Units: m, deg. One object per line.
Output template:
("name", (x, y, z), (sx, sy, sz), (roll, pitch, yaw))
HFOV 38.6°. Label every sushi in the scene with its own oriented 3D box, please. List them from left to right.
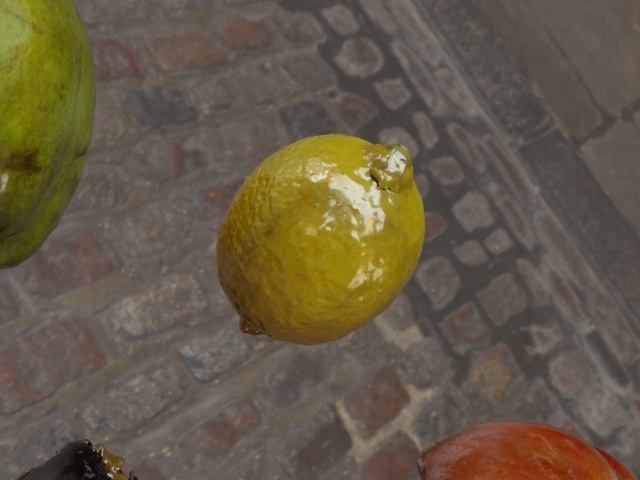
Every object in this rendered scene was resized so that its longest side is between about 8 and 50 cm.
("sushi", (-0.342, 0.374, 1.219), (0.204, 0.213, 0.200), (30, 18, 39))

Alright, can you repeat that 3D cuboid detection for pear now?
("pear", (-0.422, -0.172, 1.031), (0.352, 0.352, 0.413), (1, 85, -41))

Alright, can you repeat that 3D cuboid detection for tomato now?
("tomato", (0.133, 0.177, 0.435), (0.225, 0.085, 0.225), (55, 16, -24))

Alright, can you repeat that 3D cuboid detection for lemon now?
("lemon", (0.000, 0.000, 0.884), (0.188, 0.257, 0.188), (35, 25, -19))
